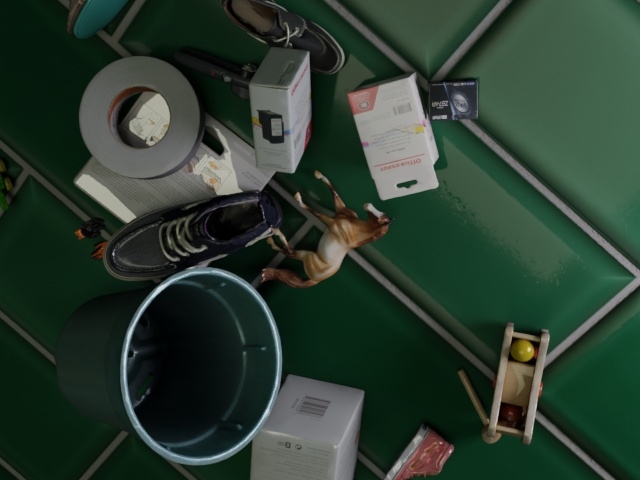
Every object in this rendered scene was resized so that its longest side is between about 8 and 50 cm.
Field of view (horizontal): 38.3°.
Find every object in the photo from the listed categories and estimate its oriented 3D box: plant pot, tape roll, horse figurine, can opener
[{"bbox_3d":[-0.306,0.224,1.716,0.334,0.341,0.341,-4,112,48],"label":"plant pot"},{"bbox_3d":[-0.322,-0.220,1.676,0.219,0.072,0.219,0,91,1],"label":"tape roll"},{"bbox_3d":[0.000,0.000,1.714,0.174,0.066,0.263,40,113,6],"label":"horse figurine"},{"bbox_3d":[-0.180,-0.304,1.653,0.186,0.059,0.073,23,115,6],"label":"can opener"}]

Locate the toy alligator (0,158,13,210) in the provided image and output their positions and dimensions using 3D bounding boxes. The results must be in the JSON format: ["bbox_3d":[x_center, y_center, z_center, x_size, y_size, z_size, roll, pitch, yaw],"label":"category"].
[{"bbox_3d":[-0.673,-0.150,1.861,0.051,0.056,0.190,8,119,57],"label":"toy alligator"}]

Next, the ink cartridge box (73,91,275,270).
[{"bbox_3d":[-0.270,-0.121,1.746,0.296,0.066,0.261,38,91,0],"label":"ink cartridge box"}]

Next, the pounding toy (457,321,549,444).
[{"bbox_3d":[0.320,0.272,1.674,0.154,0.154,0.270,10,112,12],"label":"pounding toy"}]

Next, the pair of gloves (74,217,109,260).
[{"bbox_3d":[-0.454,-0.002,1.873,0.074,0.010,0.083,-29,97,25],"label":"pair of gloves"}]

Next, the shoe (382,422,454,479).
[{"bbox_3d":[0.190,0.451,1.828,0.081,0.063,0.178,34,111,7],"label":"shoe"}]

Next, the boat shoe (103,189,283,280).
[{"bbox_3d":[-0.238,-0.014,1.635,0.340,0.158,0.127,-20,89,1],"label":"boat shoe"}]

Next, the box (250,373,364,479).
[{"bbox_3d":[-0.031,0.477,1.819,0.168,0.215,0.345,10,112,13],"label":"box"}]

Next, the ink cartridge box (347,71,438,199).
[{"bbox_3d":[0.134,-0.181,1.606,0.115,0.067,0.198,-12,105,20],"label":"ink cartridge box"}]

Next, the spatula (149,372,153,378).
[{"bbox_3d":[-0.344,0.306,1.945,0.084,0.030,0.296,-19,104,24],"label":"spatula"}]

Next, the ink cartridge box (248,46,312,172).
[{"bbox_3d":[-0.065,-0.225,1.583,0.072,0.127,0.175,9,133,13],"label":"ink cartridge box"}]

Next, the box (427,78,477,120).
[{"bbox_3d":[0.225,-0.240,1.571,0.083,0.018,0.067,-3,110,-1],"label":"box"}]

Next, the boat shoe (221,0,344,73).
[{"bbox_3d":[-0.066,-0.358,1.592,0.233,0.079,0.084,34,114,0],"label":"boat shoe"}]

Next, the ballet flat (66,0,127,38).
[{"bbox_3d":[-0.362,-0.500,1.623,0.316,0.107,0.106,-45,73,20],"label":"ballet flat"}]
